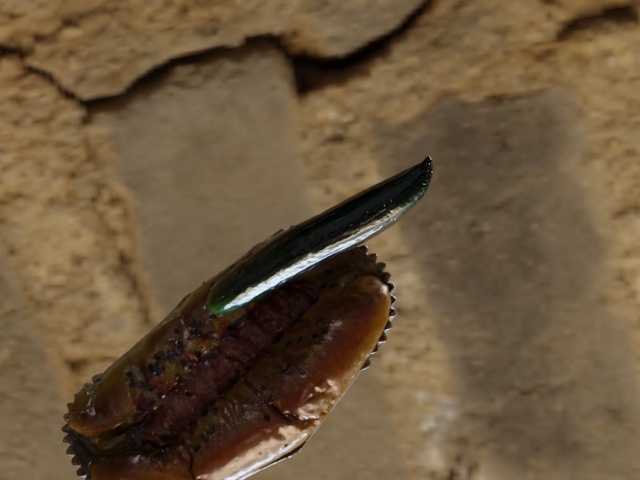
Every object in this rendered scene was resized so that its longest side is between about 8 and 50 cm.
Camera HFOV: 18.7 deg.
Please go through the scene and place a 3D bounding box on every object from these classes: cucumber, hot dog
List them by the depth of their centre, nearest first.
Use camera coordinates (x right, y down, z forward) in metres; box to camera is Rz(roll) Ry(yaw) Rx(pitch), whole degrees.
[{"bbox_3d":[0.000,0.000,1.310,0.184,0.036,0.033,-28,-81,9],"label":"cucumber"},{"bbox_3d":[-0.061,0.097,1.408,0.268,0.144,0.075,-39,-25,-3],"label":"hot dog"}]
